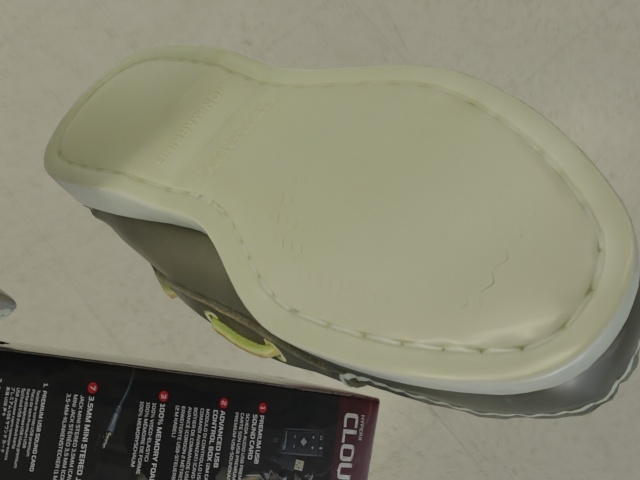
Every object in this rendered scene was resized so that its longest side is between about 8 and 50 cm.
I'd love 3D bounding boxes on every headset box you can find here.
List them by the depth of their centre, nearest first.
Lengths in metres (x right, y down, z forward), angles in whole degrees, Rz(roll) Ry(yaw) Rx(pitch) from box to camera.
[{"bbox_3d":[-0.102,0.167,0.578,0.110,0.293,0.218,3,82,51],"label":"headset box"}]

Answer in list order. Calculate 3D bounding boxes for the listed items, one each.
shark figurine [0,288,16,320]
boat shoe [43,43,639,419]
[{"bbox_3d":[-0.359,-0.007,0.795,0.278,0.166,0.116,23,63,-27],"label":"shark figurine"},{"bbox_3d":[0.003,-0.003,0.435,0.109,0.091,0.305,-50,39,-14],"label":"boat shoe"}]
